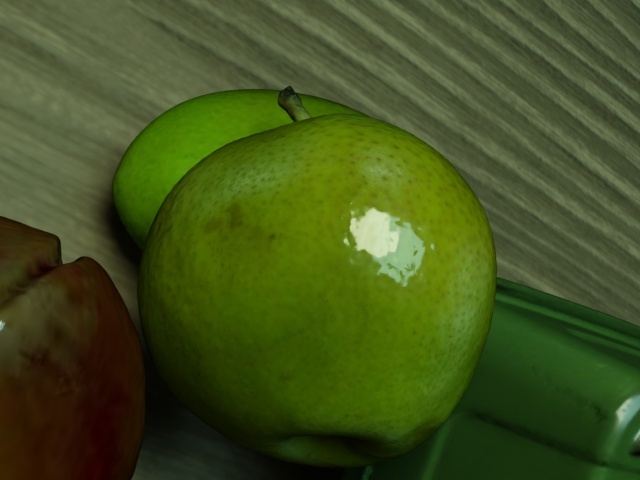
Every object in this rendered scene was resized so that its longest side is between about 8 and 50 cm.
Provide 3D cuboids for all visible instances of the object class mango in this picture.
[{"bbox_3d":[0.006,-0.004,0.681,0.273,0.149,0.185,42,51,-13],"label":"mango"}]

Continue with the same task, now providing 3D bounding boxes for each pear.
[{"bbox_3d":[0.002,0.004,0.519,0.166,0.180,0.216,35,45,-37],"label":"pear"}]

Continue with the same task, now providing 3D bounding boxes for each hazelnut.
[{"bbox_3d":[-0.167,0.071,0.457,0.208,0.208,0.208,18,59,-33],"label":"hazelnut"}]

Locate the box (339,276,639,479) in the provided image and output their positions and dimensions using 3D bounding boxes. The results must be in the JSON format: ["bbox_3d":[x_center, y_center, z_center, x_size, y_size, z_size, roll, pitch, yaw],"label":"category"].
[{"bbox_3d":[0.136,0.203,0.590,0.253,0.178,0.328,17,90,-32],"label":"box"}]
